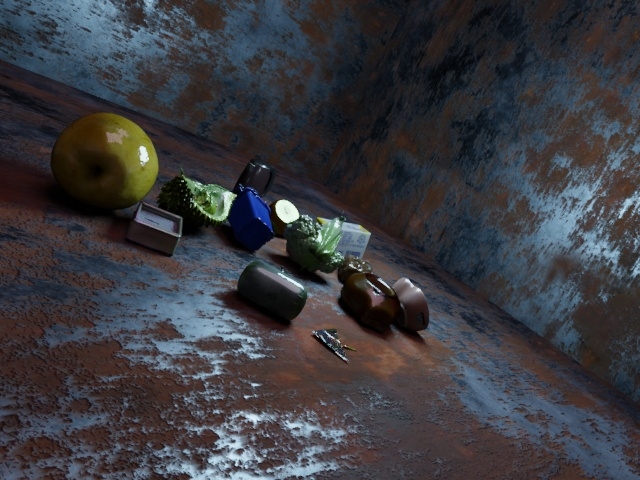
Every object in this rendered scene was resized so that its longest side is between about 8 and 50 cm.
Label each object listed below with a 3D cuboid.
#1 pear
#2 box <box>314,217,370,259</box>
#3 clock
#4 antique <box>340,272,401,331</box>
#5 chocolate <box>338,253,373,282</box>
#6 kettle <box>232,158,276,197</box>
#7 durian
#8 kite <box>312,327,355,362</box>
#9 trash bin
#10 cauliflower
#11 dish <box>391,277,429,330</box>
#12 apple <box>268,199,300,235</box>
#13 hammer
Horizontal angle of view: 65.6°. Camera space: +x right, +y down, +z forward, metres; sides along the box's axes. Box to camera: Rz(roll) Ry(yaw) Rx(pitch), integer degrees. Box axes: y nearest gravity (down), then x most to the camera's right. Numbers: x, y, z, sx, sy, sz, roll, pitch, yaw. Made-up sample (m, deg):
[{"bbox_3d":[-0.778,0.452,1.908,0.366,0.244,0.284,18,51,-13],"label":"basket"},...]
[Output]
[{"bbox_3d":[-0.647,-0.237,1.510,0.314,0.315,0.314,26,13,-7],"label":"pear"},{"bbox_3d":[0.084,0.004,2.267,0.264,0.169,0.097,7,19,-34],"label":"box"},{"bbox_3d":[-0.502,-0.039,1.507,0.146,0.071,0.192,23,14,-20],"label":"clock"},{"bbox_3d":[0.188,0.214,1.816,0.223,0.129,0.278,28,15,-12],"label":"antique"},{"bbox_3d":[0.158,0.132,2.138,0.148,0.093,0.214,30,15,-7],"label":"chocolate"},{"bbox_3d":[-0.318,-0.280,2.454,0.202,0.232,0.144,14,20,-48],"label":"kettle"},{"bbox_3d":[-0.433,-0.131,1.717,0.157,0.170,0.355,4,-8,21],"label":"durian"},{"bbox_3d":[0.042,0.298,1.458,0.159,0.010,0.190,26,15,-16],"label":"kite"},{"bbox_3d":[-0.277,-0.084,1.899,0.184,0.162,0.235,48,8,-36],"label":"trash bin"},{"bbox_3d":[0.000,0.000,1.968,0.256,0.239,0.315,35,58,20],"label":"cauliflower"},{"bbox_3d":[0.319,0.260,1.910,0.090,0.214,0.213,-18,36,-25],"label":"dish"},{"bbox_3d":[-0.165,-0.101,2.234,0.146,0.163,0.147,-33,66,-27],"label":"apple"},{"bbox_3d":[-0.131,0.134,1.551,0.206,0.119,0.335,30,7,1],"label":"hammer"}]
